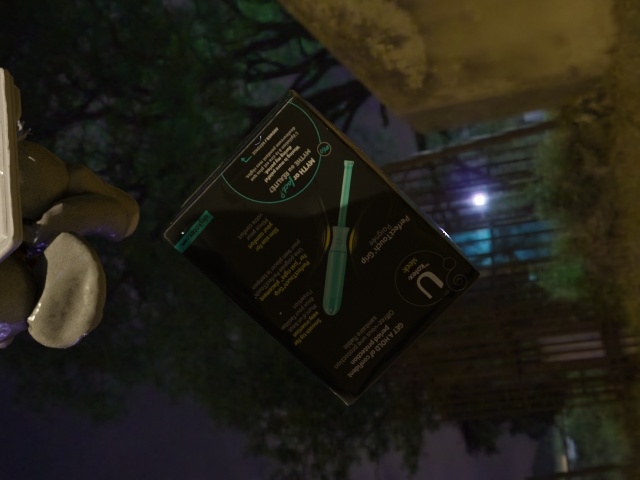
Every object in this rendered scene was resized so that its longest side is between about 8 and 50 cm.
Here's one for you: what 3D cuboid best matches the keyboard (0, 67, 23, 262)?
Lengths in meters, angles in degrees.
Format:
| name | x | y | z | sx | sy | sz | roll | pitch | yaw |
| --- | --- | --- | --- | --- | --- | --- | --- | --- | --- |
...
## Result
| name | x | y | z | sx | sy | sz | roll | pitch | yaw |
| --- | --- | --- | --- | --- | --- | --- | --- | --- | --- |
| keyboard | -0.189 | 0.024 | 0.399 | 0.014 | 0.256 | 0.072 | 19 | -128 | -39 |

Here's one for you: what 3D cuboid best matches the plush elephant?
| name | x | y | z | sx | sy | sz | roll | pitch | yaw |
| --- | --- | --- | --- | --- | --- | --- | --- | --- | --- |
| plush elephant | -0.372 | 0.018 | 1.098 | 0.330 | 0.272 | 0.255 | 116 | 162 | -76 |

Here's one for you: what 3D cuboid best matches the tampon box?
| name | x | y | z | sx | sy | sz | roll | pitch | yaw |
| --- | --- | --- | --- | --- | --- | --- | --- | --- | --- |
| tampon box | 0.000 | 0.000 | 0.617 | 0.161 | 0.120 | 0.101 | 43 | -173 | -10 |
